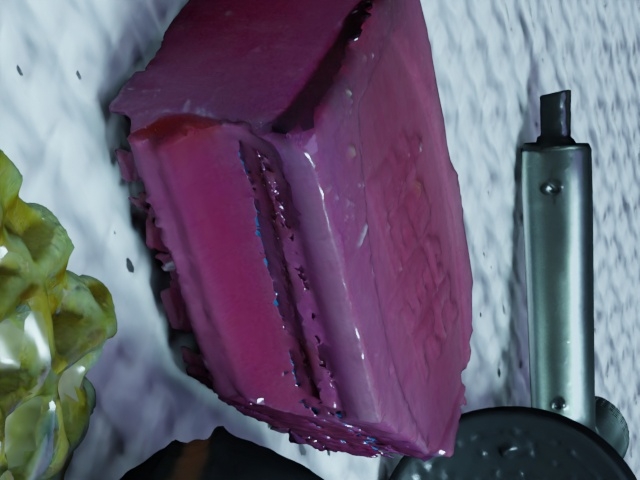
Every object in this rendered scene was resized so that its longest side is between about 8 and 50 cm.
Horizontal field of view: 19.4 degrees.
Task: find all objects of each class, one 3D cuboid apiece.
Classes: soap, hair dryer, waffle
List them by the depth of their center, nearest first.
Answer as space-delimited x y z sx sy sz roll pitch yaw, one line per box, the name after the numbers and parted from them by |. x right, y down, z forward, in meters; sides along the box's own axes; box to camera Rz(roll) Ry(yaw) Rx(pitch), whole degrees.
-0.139 0.059 0.622 0.223 0.054 0.204 49 52 -57 | waffle
0.000 0.000 0.859 0.162 0.099 0.250 -67 152 -45 | soap
0.119 0.075 1.174 0.320 0.155 0.284 -48 119 -70 | hair dryer

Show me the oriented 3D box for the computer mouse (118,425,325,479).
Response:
-0.041 0.179 0.793 0.323 0.116 0.183 49 51 -67 | computer mouse
